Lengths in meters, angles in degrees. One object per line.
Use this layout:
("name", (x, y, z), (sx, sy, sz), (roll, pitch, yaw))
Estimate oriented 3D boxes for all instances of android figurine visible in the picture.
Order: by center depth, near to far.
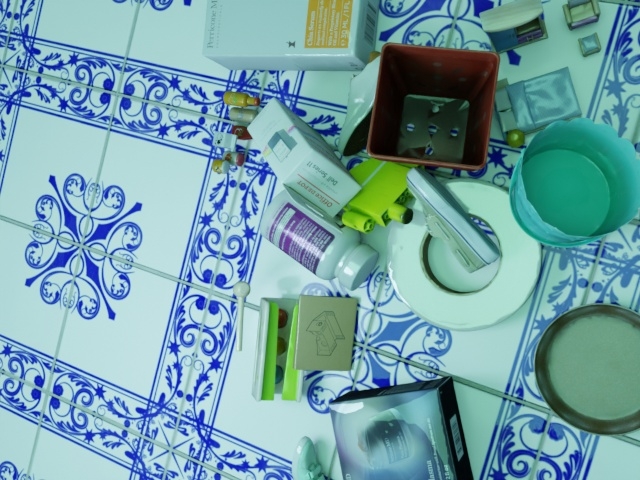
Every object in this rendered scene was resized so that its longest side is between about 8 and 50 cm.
("android figurine", (0.153, -0.126, 1.756), (0.272, 0.056, 0.248), (23, 64, 44))

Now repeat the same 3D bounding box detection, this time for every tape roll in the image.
("tape roll", (0.359, 0.035, 1.728), (0.391, 0.072, 0.393), (0, 90, 21))

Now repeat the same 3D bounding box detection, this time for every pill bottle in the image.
("pill bottle", (0.000, 0.000, 1.815), (0.301, 0.169, 0.169), (36, 102, 18))

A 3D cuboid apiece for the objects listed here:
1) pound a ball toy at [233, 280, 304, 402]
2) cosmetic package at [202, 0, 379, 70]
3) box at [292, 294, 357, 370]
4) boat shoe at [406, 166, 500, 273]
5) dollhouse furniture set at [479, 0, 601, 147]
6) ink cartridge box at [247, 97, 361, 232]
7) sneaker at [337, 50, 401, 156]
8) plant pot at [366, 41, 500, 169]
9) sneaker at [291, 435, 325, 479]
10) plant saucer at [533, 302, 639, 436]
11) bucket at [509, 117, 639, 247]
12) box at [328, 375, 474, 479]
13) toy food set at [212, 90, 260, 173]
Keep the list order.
("pound a ball toy", (-0.150, 0.271, 1.870), (0.208, 0.135, 0.320), (4, 91, -15))
("cosmetic package", (-0.081, -0.594, 1.861), (0.452, 0.161, 0.230), (6, 91, 22))
("box", (0.012, 0.250, 1.834), (0.164, 0.021, 0.201), (5, 92, -19))
("boat shoe", (0.299, -0.042, 1.624), (0.094, 0.109, 0.302), (-41, 96, 21))
("dollhouse furniture set", (0.534, -0.398, 1.599), (0.286, 0.198, 0.304), (-14, 85, 21))
("ink cartridge box", (-0.032, -0.193, 1.733), (0.119, 0.207, 0.353), (-46, 44, 13))
("sneaker", (0.114, -0.362, 1.802), (0.123, 0.105, 0.290), (50, 125, 31))
("plant pot", (0.269, -0.292, 1.637), (0.267, 0.236, 0.268), (8, 86, 10))
("sneaker", (0.009, 0.656, 1.840), (0.151, 0.094, 0.256), (0, 99, 27))
("plant saucer", (0.668, 0.302, 1.616), (0.310, 0.050, 0.311), (0, 89, 22))
("bucket", (0.570, -0.120, 1.553), (0.280, 0.183, 0.282), (-1, 79, 4))
("box", (0.205, 0.522, 1.723), (0.293, 0.182, 0.297), (-14, 84, 22))
("toy food set", (-0.227, -0.297, 1.938), (0.104, 0.111, 0.233), (11, 91, 21))
